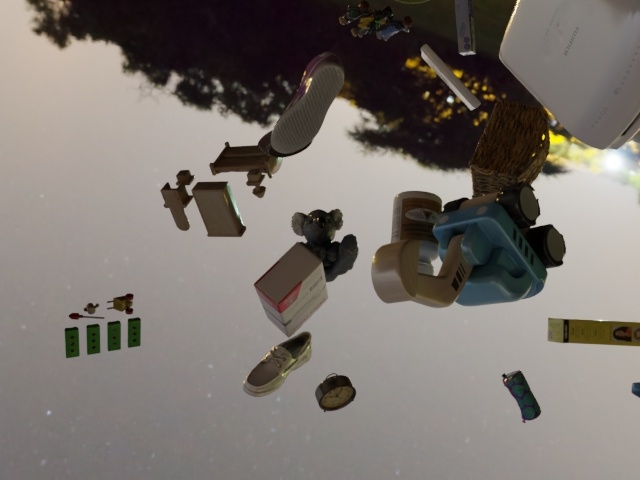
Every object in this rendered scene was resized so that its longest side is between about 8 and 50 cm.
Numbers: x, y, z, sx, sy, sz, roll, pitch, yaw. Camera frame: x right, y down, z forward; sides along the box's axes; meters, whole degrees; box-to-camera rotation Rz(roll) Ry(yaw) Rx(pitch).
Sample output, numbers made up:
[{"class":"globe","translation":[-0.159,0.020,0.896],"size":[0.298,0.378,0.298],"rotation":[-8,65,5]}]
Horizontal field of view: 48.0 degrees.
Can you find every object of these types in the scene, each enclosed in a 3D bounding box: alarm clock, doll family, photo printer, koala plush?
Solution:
[{"class":"alarm clock","translation":[0.045,0.479,2.321],"size":[0.129,0.192,0.064],"rotation":[-19,-131,-8]},{"class":"doll family","translation":[0.147,-0.558,1.825],"size":[0.193,0.076,0.111],"rotation":[-11,173,-38]},{"class":"photo printer","translation":[0.415,-0.307,1.093],"size":[0.107,0.256,0.307],"rotation":[-5,-135,-21]},{"class":"koala plush","translation":[0.000,0.000,2.228],"size":[0.196,0.203,0.221],"rotation":[-10,-117,-8]}]

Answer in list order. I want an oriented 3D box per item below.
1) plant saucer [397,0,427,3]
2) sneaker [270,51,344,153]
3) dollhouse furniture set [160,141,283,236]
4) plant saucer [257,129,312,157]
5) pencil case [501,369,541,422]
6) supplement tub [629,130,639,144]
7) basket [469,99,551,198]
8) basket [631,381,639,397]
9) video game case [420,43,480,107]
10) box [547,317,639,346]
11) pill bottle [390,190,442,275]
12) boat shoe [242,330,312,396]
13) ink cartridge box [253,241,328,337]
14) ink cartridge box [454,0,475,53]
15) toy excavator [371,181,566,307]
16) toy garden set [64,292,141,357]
[{"class":"plant saucer","translation":[0.186,-0.613,1.479],"size":[0.241,0.241,0.037],"rotation":[28,-135,18]},{"class":"sneaker","translation":[-0.032,-0.360,1.861],"size":[0.102,0.282,0.161],"rotation":[30,-153,-23]},{"class":"dollhouse furniture set","translation":[-0.267,-0.183,2.218],"size":[0.303,0.174,0.355],"rotation":[1,-142,21]},{"class":"plant saucer","translation":[-0.089,-0.270,1.983],"size":[0.168,0.168,0.029],"rotation":[0,-115,-48]},{"class":"pencil case","translation":[0.604,0.466,2.160],"size":[0.152,0.070,0.064],"rotation":[60,166,-4]},{"class":"supplement tub","translation":[1.019,-0.407,2.086],"size":[0.331,0.241,0.241],"rotation":[-8,-162,4]},{"class":"basket","translation":[0.641,-0.276,2.378],"size":[0.213,0.299,0.223],"rotation":[17,157,24]},{"class":"basket","translation":[1.030,0.433,1.951],"size":[0.254,0.201,0.289],"rotation":[29,156,-36]},{"class":"video game case","translation":[0.332,-0.416,1.843],"size":[0.201,0.023,0.183],"rotation":[48,-168,-1]},{"class":"box","translation":[0.648,0.211,1.652],"size":[0.232,0.058,0.087],"rotation":[3,175,-7]},{"class":"pill bottle","translation":[0.249,-0.003,1.881],"size":[0.131,0.229,0.131],"rotation":[5,163,1]},{"class":"boat shoe","translation":[-0.121,0.344,2.070],"size":[0.098,0.096,0.277],"rotation":[27,-142,23]},{"class":"ink cartridge box","translation":[-0.075,0.139,1.976],"size":[0.100,0.172,0.237],"rotation":[39,162,22]},{"class":"ink cartridge box","translation":[0.470,-0.712,2.335],"size":[0.046,0.207,0.097],"rotation":[-3,-172,21]},{"class":"toy excavator","translation":[0.334,0.054,1.624],"size":[0.433,0.222,0.445],"rotation":[48,-129,-26]},{"class":"toy garden set","translation":[-0.723,0.275,2.385],"size":[0.244,0.204,0.049],"rotation":[-6,-151,-26]}]
